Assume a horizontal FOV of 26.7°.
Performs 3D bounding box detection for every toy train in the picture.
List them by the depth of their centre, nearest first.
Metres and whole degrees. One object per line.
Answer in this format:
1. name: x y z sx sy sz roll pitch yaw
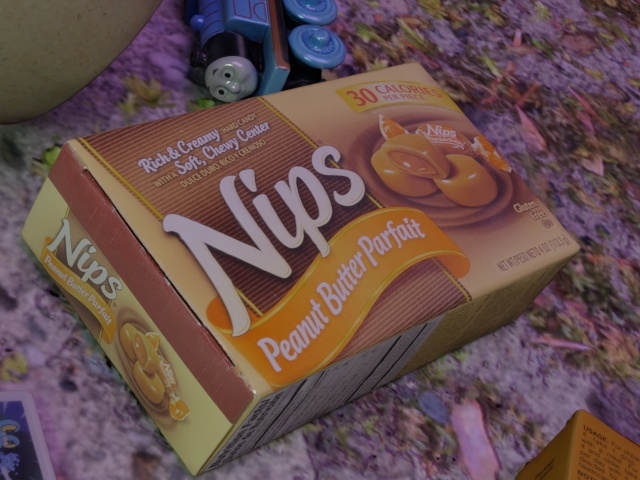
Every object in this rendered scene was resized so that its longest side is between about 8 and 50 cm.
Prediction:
1. toy train: -0.045 -0.158 0.979 0.105 0.080 0.184 8 47 -16

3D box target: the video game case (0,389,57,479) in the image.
1. video game case: -0.193 0.156 0.594 0.183 0.023 0.201 2 48 -34

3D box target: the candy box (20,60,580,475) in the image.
1. candy box: 0.000 0.000 0.836 0.316 0.087 0.183 -20 63 -45

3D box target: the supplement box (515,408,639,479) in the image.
1. supplement box: 0.140 0.206 0.734 0.080 0.078 0.233 28 40 -8

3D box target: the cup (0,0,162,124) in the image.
1. cup: -0.214 -0.202 0.755 0.237 0.331 0.331 43 30 -34
